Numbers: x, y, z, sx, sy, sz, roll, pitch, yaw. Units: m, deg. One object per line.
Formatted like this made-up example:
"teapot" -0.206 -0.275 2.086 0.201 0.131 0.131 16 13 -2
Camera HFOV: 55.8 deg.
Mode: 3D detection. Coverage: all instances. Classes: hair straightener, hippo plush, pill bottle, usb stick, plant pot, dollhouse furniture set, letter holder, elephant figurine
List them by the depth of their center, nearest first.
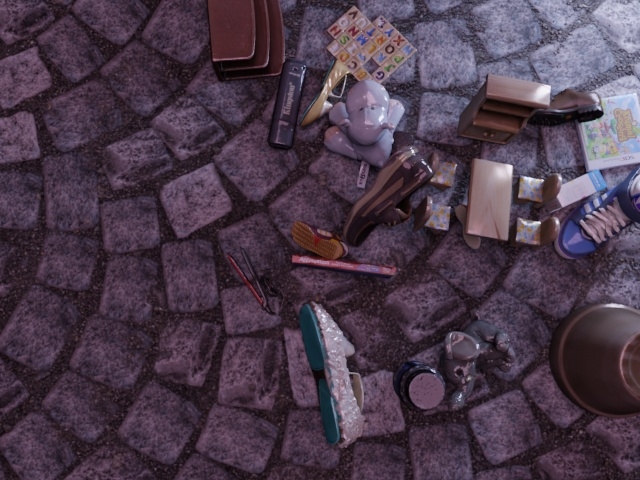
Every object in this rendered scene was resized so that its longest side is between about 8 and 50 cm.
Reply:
"plant pot" 0.815 0.321 1.599 0.323 0.280 0.323 0 82 1
"pill bottle" 0.266 0.391 1.623 0.123 0.219 0.122 0 83 0
"dollhouse furniture set" 0.478 -0.204 1.643 0.362 0.256 0.394 10 75 -3
"elephant figurine" 0.393 0.321 1.646 0.240 0.186 0.169 -20 105 -18
"hippo plush" 0.104 -0.315 1.681 0.234 0.236 0.294 3 81 15
"hair straightener" -0.172 0.115 1.747 0.089 0.047 0.230 -33 84 -3
"letter holder" -0.217 -0.650 1.789 0.215 0.152 0.301 -5 83 -2
"usb stick" -0.099 -0.406 1.809 0.077 0.045 0.277 10 83 2

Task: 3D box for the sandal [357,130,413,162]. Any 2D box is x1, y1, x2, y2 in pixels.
"sandal" 0.189 -0.277 1.800 0.179 0.040 0.067 -16 78 13

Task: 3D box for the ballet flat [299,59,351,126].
"ballet flat" 0.020 -0.428 1.797 0.073 0.080 0.232 29 85 -7

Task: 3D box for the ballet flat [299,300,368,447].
"ballet flat" 0.042 0.364 1.692 0.147 0.147 0.408 -11 86 -1

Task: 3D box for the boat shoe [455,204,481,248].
"boat shoe" 0.435 -0.042 1.762 0.049 0.043 0.137 -27 82 32

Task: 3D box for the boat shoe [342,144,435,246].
"boat shoe" 0.181 -0.094 1.644 0.130 0.355 0.132 44 41 14

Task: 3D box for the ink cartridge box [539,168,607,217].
"ink cartridge box" 0.710 -0.133 1.740 0.181 0.104 0.061 -24 83 -3

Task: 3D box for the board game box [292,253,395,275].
"board game box" 0.063 0.073 1.701 0.281 0.145 0.027 7 82 1

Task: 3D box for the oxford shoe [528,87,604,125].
"oxford shoe" 0.705 -0.395 1.783 0.227 0.083 0.096 -3 72 10

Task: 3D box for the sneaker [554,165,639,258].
"sneaker" 0.814 -0.076 1.666 0.323 0.236 0.130 -36 84 -4

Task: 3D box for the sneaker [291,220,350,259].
"sneaker" 0.000 0.000 1.756 0.185 0.084 0.069 33 111 27

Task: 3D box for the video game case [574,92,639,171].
"video game case" 0.868 -0.322 1.802 0.193 0.023 0.212 -10 83 -1

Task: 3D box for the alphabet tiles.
"alphabet tiles" 0.142 -0.599 1.849 0.198 0.009 0.237 -43 85 -4
